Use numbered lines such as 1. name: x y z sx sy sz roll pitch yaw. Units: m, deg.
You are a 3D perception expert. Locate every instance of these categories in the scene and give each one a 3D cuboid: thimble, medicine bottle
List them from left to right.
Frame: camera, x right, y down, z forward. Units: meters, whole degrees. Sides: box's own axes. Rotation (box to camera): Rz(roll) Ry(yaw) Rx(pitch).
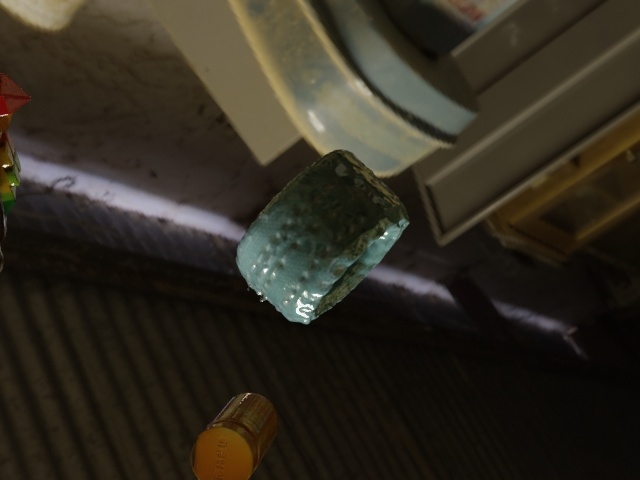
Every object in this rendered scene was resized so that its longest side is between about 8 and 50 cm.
1. medicine bottle: -0.125 0.297 1.484 0.096 0.096 0.192 54 -169 0
2. thimble: 0.000 0.000 1.345 0.143 0.235 0.198 46 177 12

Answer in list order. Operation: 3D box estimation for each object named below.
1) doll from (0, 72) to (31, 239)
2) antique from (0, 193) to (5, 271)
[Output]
1. doll: -0.311 -0.068 0.805 0.134 0.186 0.106 12 -147 -21
2. antique: -0.228 -0.045 0.420 0.121 0.143 0.257 -17 -127 -41
